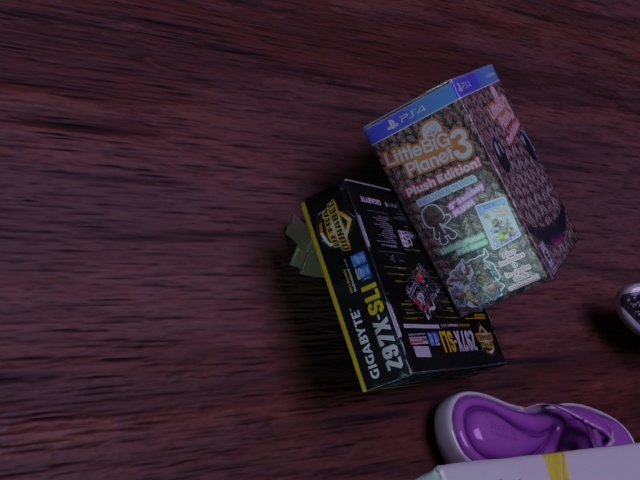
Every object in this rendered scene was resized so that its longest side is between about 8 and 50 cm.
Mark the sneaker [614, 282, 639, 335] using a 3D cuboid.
[{"bbox_3d":[0.596,0.138,1.741,0.292,0.118,0.110,18,82,-34],"label":"sneaker"}]

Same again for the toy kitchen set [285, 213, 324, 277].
[{"bbox_3d":[0.000,0.000,1.368,0.075,0.083,0.068,12,16,-35],"label":"toy kitchen set"}]

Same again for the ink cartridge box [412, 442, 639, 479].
[{"bbox_3d":[0.233,0.354,1.155,0.384,0.279,0.160,1,61,-30],"label":"ink cartridge box"}]

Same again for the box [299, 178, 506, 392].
[{"bbox_3d":[0.119,0.063,1.344,0.322,0.079,0.257,6,63,-59],"label":"box"}]

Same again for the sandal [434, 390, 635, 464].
[{"bbox_3d":[0.342,0.299,1.440,0.416,0.102,0.169,11,58,-35],"label":"sandal"}]

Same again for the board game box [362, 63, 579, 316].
[{"bbox_3d":[0.218,-0.077,1.402,0.291,0.141,0.232,62,27,-3],"label":"board game box"}]
